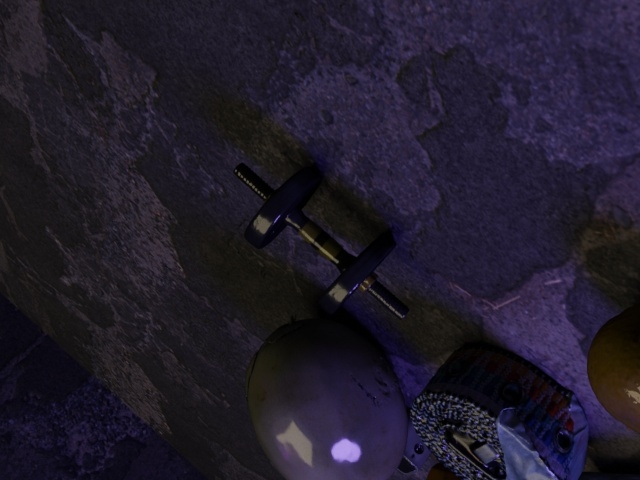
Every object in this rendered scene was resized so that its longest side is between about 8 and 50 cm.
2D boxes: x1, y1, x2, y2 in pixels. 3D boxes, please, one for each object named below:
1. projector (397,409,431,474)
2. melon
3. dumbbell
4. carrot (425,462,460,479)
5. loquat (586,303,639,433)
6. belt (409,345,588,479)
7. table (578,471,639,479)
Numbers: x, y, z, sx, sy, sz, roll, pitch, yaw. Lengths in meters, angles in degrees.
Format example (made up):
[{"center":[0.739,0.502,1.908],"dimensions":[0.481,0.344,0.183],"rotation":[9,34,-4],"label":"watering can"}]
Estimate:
[{"center":[0.164,0.375,1.812],"dimensions":[0.083,0.082,0.083],"rotation":[42,155,2],"label":"projector"},{"center":[0.011,0.282,1.688],"dimensions":[0.268,0.269,0.330],"rotation":[-21,95,63],"label":"melon"},{"center":[0.000,0.000,1.413],"dimensions":[0.325,0.143,0.143],"rotation":[42,155,5],"label":"dumbbell"},{"center":[0.316,0.461,1.694],"dimensions":[0.302,0.114,0.114],"rotation":[8,137,46],"label":"carrot"},{"center":[0.382,0.150,1.073],"dimensions":[0.172,0.149,0.204],"rotation":[22,158,31],"label":"loquat"},{"center":[0.269,0.278,1.438],"dimensions":[0.258,0.150,0.207],"rotation":[36,144,14],"label":"belt"},{"center":[0.447,0.391,1.369],"dimensions":[0.126,0.126,0.220],"rotation":[48,155,-9],"label":"table"}]
